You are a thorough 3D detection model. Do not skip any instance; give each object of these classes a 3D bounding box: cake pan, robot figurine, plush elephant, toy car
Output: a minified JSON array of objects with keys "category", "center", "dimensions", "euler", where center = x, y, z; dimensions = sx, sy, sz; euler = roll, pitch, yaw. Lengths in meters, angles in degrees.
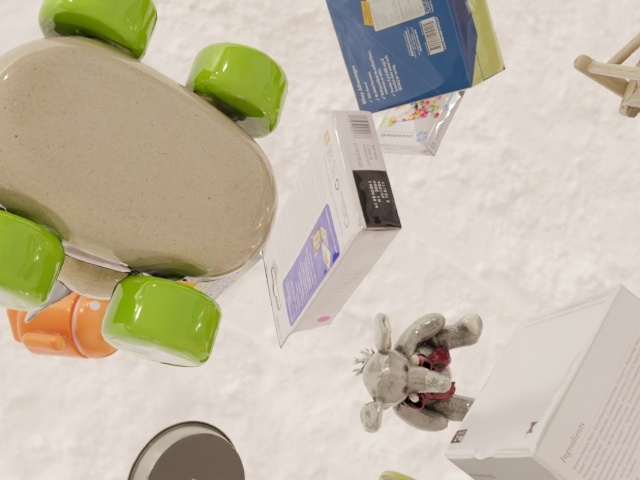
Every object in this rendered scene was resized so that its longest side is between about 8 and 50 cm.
[{"category":"cake pan","center":[-0.286,0.547,1.799],"dimensions":[0.293,0.054,0.293],"euler":[1,89,-38]},{"category":"robot figurine","center":[-0.408,0.131,1.357],"dimensions":[0.158,0.219,0.128],"euler":[42,52,-65]},{"category":"plush elephant","center":[0.199,0.293,1.773],"dimensions":[0.255,0.330,0.271],"euler":[2,90,-73]},{"category":"toy car","center":[-0.123,-0.019,0.434],"dimensions":[0.149,0.188,0.155],"euler":[25,66,-25]}]

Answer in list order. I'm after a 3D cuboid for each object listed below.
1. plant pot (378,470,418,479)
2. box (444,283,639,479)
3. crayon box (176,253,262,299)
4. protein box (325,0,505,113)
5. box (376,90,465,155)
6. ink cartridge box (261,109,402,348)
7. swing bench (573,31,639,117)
[{"category":"plant pot","center":[0.119,0.550,1.030],"dimensions":[0.353,0.366,0.366],"euler":[-48,117,-19]},{"category":"box","center":[0.236,0.159,0.760],"dimensions":[0.119,0.181,0.182],"euler":[37,69,-3]},{"category":"crayon box","center":[-0.264,0.070,1.780],"dimensions":[0.203,0.323,0.083],"euler":[-42,79,7]},{"category":"protein box","center":[0.148,-0.322,1.274],"dimensions":[0.136,0.201,0.199],"euler":[-33,109,-49]},{"category":"box","center":[0.192,-0.249,1.548],"dimensions":[0.038,0.145,0.186],"euler":[37,74,-39]},{"category":"ink cartridge box","center":[0.000,0.000,1.133],"dimensions":[0.069,0.371,0.175],"euler":[-1,61,-23]},{"category":"swing bench","center":[0.424,-0.124,0.779],"dimensions":[0.165,0.253,0.254],"euler":[-43,107,6]}]
